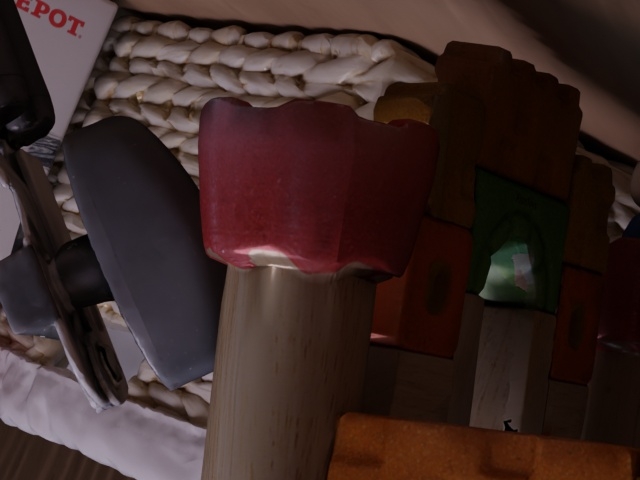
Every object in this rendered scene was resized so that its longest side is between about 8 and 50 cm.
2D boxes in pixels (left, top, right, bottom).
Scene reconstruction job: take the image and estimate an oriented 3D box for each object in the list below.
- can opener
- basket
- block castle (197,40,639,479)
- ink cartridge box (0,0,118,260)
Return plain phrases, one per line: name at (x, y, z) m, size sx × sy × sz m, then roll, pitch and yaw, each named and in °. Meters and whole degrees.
can opener at (-0.113, -0.070, 0.768) m, size 0.095 × 0.283 × 0.076 m, roll -22°, pitch 171°, yaw 3°
basket at (0.013, 0.045, 1.165) m, size 0.331 × 0.266 × 0.328 m, roll 23°, pitch 175°, yaw -36°
block castle at (0.167, 0.035, 0.793) m, size 0.303 × 0.213 × 0.453 m, roll 4°, pitch 175°, yaw 28°
ink cartridge box at (-0.248, -0.070, 1.129) m, size 0.172 × 0.237 × 0.100 m, roll 24°, pitch 177°, yaw -43°
